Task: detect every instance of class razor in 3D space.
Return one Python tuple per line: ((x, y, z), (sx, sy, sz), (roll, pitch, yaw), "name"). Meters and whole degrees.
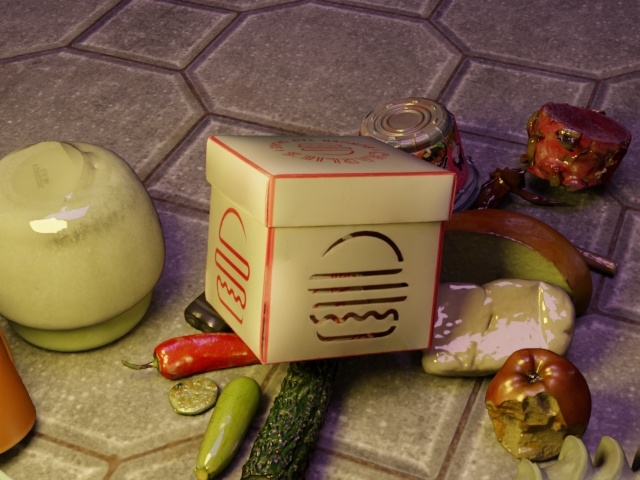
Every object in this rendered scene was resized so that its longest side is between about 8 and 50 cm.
((-0.165, 0.110, 1.850), (0.090, 0.054, 0.148), (30, 49, 26), "razor")

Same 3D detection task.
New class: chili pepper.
((-0.196, 0.190, 1.748), (0.272, 0.071, 0.063), (-5, 0, -14), "chili pepper")

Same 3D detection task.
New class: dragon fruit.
((0.505, -0.182, 2.117), (0.211, 0.147, 0.282), (28, 30, 19), "dragon fruit")

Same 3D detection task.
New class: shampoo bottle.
((-0.428, 0.003, 1.776), (0.322, 0.317, 0.322), (2, 39, -1), "shampoo bottle")

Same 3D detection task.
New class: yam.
((0.488, 0.028, 1.962), (0.145, 0.032, 0.032), (24, 45, 28), "yam")

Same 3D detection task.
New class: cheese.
((0.294, 0.147, 1.741), (0.262, 0.093, 0.159), (-3, 75, 1), "cheese")

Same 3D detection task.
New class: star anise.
((0.391, -0.086, 2.092), (0.140, 0.144, 0.158), (-32, 13, 37), "star anise")

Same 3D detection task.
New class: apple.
((0.336, 0.243, 1.602), (0.156, 0.158, 0.147), (18, 41, 27), "apple")
((0.324, 0.030, 1.888), (0.346, 0.254, 0.179), (17, 83, 20), "apple")

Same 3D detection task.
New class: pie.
((-0.206, 0.253, 1.706), (0.085, 0.017, 0.085), (-1, 38, 1), "pie")

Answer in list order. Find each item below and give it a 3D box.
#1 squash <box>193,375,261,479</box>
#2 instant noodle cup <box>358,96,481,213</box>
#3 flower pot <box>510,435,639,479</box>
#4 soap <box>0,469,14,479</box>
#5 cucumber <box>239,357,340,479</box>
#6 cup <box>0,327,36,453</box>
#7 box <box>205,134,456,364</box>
((-0.146, 0.290, 1.625), (0.066, 0.066, 0.201), (12, 43, 15), "squash")
((0.176, -0.165, 2.045), (0.258, 0.182, 0.302), (-4, 38, 15), "instant noodle cup")
((0.349, 0.408, 1.399), (0.367, 0.165, 0.254), (-20, 49, -22), "flower pot")
((-0.461, 0.379, 1.479), (0.198, 0.115, 0.063), (25, 45, 28), "soap")
((-0.039, 0.267, 1.633), (0.096, 0.096, 0.359), (8, 37, 10), "cucumber")
((-0.547, 0.193, 1.608), (0.182, 0.264, 0.226), (-3, 28, 10), "cup")
((0.000, 0.000, 1.690), (0.314, 0.300, 0.312), (-3, 18, -23), "box")
